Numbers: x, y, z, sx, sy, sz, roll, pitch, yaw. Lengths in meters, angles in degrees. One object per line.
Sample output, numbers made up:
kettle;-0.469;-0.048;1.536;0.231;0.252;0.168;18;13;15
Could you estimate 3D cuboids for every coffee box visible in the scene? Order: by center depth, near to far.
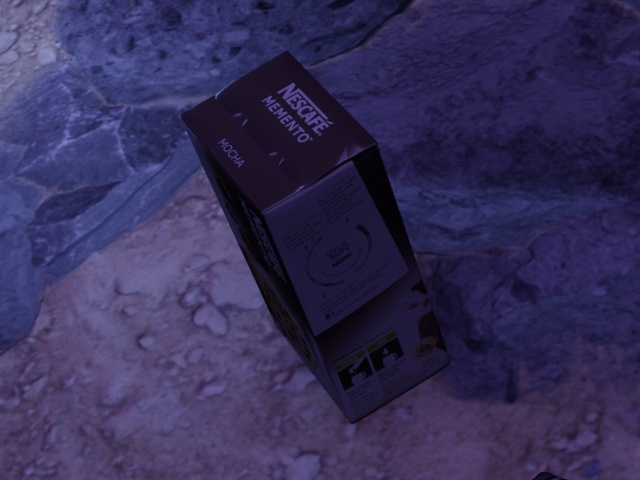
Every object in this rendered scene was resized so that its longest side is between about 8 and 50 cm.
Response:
coffee box;0.000;0.000;1.653;0.119;0.297;0.168;-31;46;-9

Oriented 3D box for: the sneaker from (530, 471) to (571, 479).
sneaker;0.139;0.259;1.538;0.188;0.067;0.078;-33;25;-9
